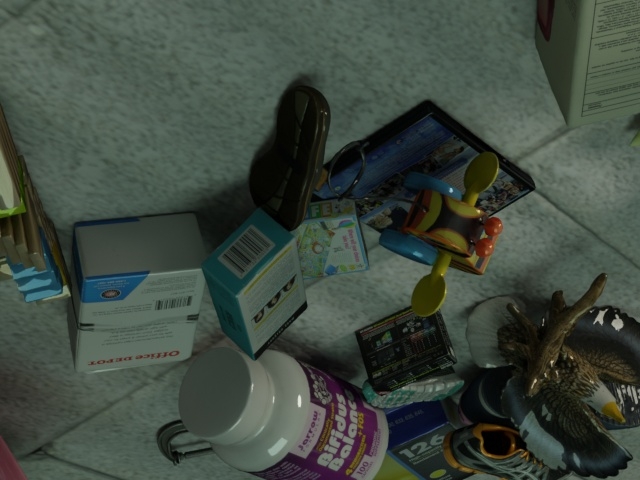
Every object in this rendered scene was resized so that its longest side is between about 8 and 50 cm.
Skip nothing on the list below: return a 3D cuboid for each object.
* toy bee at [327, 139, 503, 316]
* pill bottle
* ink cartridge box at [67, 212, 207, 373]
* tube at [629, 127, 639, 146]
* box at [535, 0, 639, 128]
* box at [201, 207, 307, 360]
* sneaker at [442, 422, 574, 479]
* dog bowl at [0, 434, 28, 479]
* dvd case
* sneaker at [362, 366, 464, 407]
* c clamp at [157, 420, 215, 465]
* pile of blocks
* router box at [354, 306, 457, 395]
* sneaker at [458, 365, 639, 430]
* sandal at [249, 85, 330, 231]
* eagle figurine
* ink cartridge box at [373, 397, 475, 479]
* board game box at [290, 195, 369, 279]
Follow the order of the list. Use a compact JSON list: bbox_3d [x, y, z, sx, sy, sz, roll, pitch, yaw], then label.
[{"bbox_3d":[0.142,-0.004,1.842,0.298,0.162,0.195,-7,114,-55],"label":"toy bee"},{"bbox_3d":[-0.051,0.245,2.200,0.169,0.169,0.301,-32,145,23],"label":"pill bottle"},{"bbox_3d":[-0.223,0.065,1.925,0.148,0.086,0.203,-6,146,-17],"label":"ink cartridge box"},{"bbox_3d":[0.443,-0.183,1.874,0.070,0.062,0.240,27,146,3],"label":"tube"},{"bbox_3d":[0.311,-0.245,1.653,0.148,0.127,0.232,-14,148,-5],"label":"box"},{"bbox_3d":[-0.075,0.056,1.925,0.100,0.060,0.244,-45,163,-14],"label":"box"},{"bbox_3d":[0.290,0.312,2.364,0.214,0.084,0.083,9,150,-20],"label":"sneaker"},{"bbox_3d":[-0.419,0.369,2.043,0.150,0.408,0.408,-32,150,-13],"label":"dog bowl"},{"bbox_3d":[0.125,-0.068,1.939,0.180,0.022,0.253,-32,144,22],"label":"dvd case"},{"bbox_3d":[0.121,0.190,2.278,0.166,0.076,0.065,-2,149,-37],"label":"sneaker"},{"bbox_3d":[-0.161,0.299,2.362,0.160,0.022,0.137,-6,140,-14],"label":"c clamp"},{"bbox_3d":[-0.350,-0.009,1.697,0.112,0.149,0.362,-15,148,-3],"label":"pile of blocks"},{"bbox_3d":[0.116,0.146,2.195,0.122,0.092,0.038,-25,147,14],"label":"router box"},{"bbox_3d":[0.357,0.243,2.459,0.319,0.112,0.131,7,156,-23],"label":"sneaker"},{"bbox_3d":[-0.022,-0.092,1.801,0.060,0.090,0.219,-23,148,-33],"label":"sandal"},{"bbox_3d":[0.356,0.192,2.254,0.226,0.225,0.298,-20,153,19],"label":"eagle figurine"},{"bbox_3d":[0.086,0.339,2.505,0.303,0.072,0.307,-25,149,15],"label":"ink cartridge box"},{"bbox_3d":[0.000,0.000,1.956,0.103,0.026,0.154,-8,153,4],"label":"board game box"}]
